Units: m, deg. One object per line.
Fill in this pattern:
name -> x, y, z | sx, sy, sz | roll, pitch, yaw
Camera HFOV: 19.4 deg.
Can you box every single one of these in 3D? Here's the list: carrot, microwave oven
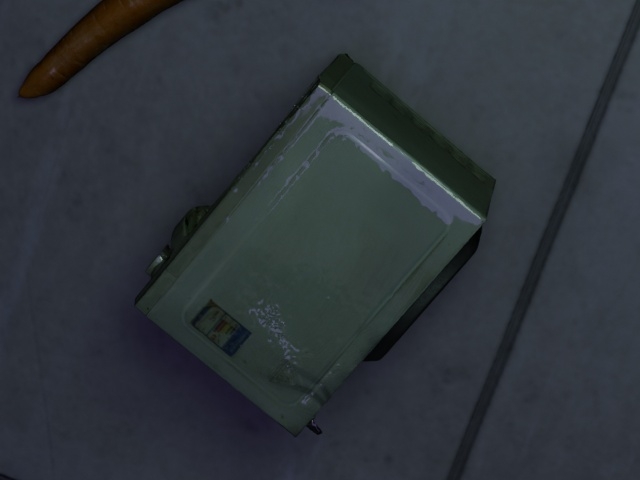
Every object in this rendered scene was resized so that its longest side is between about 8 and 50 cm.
carrot -> -0.141, -0.155, 1.309 | 0.190, 0.037, 0.037 | -32, 97, 20
microwave oven -> 0.000, 0.000, 1.275 | 0.163, 0.129, 0.205 | 40, 108, -5
